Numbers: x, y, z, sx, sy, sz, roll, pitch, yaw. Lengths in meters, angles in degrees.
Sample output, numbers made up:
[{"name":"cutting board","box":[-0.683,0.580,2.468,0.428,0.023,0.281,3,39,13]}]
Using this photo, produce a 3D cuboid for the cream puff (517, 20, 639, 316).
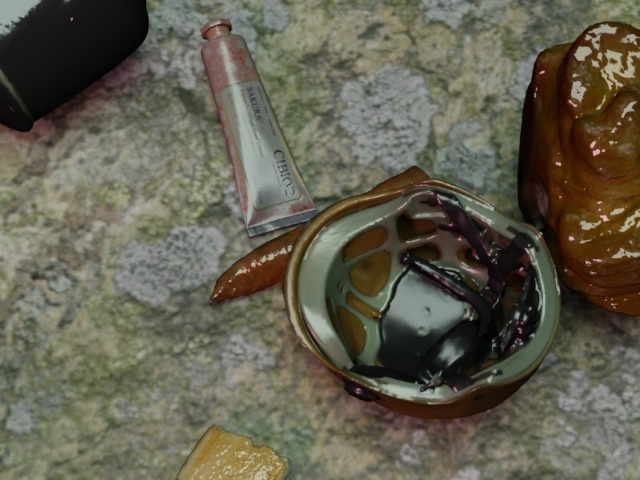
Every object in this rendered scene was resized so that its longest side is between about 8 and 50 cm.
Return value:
[{"name":"cream puff","box":[0.241,-0.061,1.184,0.155,0.269,0.241,-1,97,9]}]

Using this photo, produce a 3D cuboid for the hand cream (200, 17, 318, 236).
[{"name":"hand cream","box":[-0.066,-0.106,1.303,0.067,0.043,0.210,-16,73,-14]}]

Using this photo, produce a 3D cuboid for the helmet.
[{"name":"helmet","box":[0.088,0.062,1.183,0.224,0.130,0.198,14,64,19]}]

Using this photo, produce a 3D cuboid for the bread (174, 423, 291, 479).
[{"name":"bread","box":[-0.073,0.194,1.168,0.083,0.035,0.070,24,66,15]}]

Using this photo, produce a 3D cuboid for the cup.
[{"name":"cup","box":[-0.273,-0.206,1.288,0.176,0.169,0.223,-48,41,-13]}]

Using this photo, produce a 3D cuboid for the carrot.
[{"name":"carrot","box":[0.000,0.000,1.255,0.224,0.057,0.057,-24,69,-7]}]
